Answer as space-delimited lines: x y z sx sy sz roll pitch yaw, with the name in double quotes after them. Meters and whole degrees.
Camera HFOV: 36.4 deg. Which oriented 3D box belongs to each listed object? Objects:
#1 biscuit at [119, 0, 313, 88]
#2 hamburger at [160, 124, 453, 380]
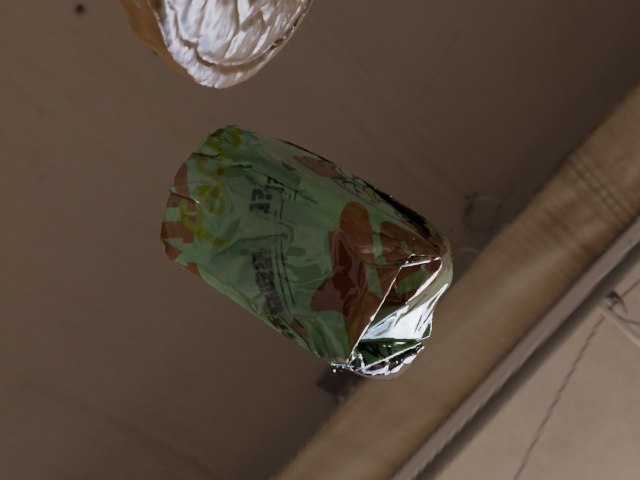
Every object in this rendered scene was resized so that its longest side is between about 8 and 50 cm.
-0.034 -0.297 0.783 0.385 0.062 0.365 -43 153 -67 "biscuit"
0.001 0.001 0.723 0.214 0.235 0.125 44 -70 22 "hamburger"
